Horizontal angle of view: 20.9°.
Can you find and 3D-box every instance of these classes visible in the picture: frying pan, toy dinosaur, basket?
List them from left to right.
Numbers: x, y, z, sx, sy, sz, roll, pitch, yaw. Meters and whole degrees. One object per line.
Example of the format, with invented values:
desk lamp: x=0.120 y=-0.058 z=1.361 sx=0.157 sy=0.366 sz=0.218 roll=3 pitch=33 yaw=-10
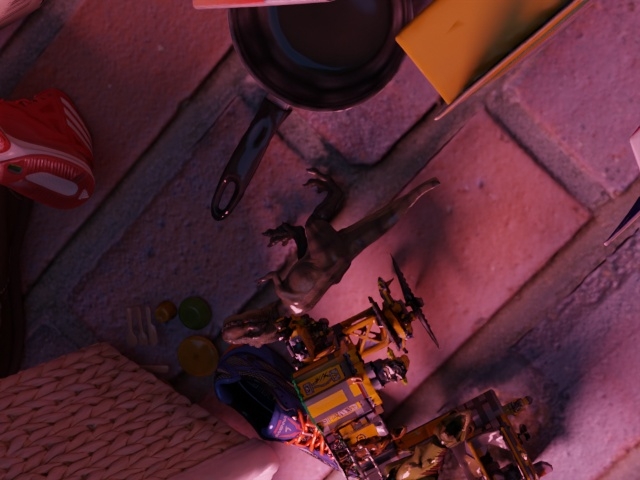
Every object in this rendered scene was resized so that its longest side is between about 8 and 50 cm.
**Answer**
basket: x=-0.273 y=0.327 z=1.807 sx=0.266 sy=0.331 sz=0.328 roll=32 pitch=118 yaw=23
frying pan: x=-0.003 y=-0.164 z=1.739 sx=0.197 sy=0.053 sz=0.326 roll=11 pitch=109 yaw=19
toy dinosaur: x=0.000 y=0.000 z=1.763 sx=0.268 sy=0.064 sz=0.118 roll=-42 pitch=49 yaw=10

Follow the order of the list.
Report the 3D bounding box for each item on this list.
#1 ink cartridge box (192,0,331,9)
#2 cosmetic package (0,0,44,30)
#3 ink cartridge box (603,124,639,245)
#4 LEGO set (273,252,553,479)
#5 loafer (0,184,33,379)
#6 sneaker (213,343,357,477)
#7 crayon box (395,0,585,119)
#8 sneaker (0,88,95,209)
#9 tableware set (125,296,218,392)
ink cartridge box: x=-0.059 y=-0.317 z=1.681 sx=0.145 sy=0.045 sz=0.179 roll=0 pitch=103 yaw=23
cosmetic package: x=-0.396 y=-0.359 z=1.767 sx=0.296 sy=0.129 sz=0.153 roll=52 pitch=144 yaw=-1
ink cartridge box: x=0.379 y=-0.154 z=1.530 sx=0.069 sy=0.176 sz=0.371 roll=44 pitch=115 yaw=4
LEGO set: x=0.114 y=0.182 z=1.683 sx=0.192 sy=0.255 sz=0.331 roll=-28 pitch=95 yaw=2
loafer: x=-0.407 y=0.045 z=1.911 sx=0.133 sy=0.130 sz=0.366 roll=14 pitch=110 yaw=16
sneaker: x=-0.024 y=0.192 z=1.833 sx=0.221 sy=0.087 sz=0.083 roll=28 pitch=114 yaw=11
crayon box: x=0.192 y=-0.224 z=1.499 sx=0.203 sy=0.323 sz=0.083 roll=-40 pitch=89 yaw=25
sneaker: x=-0.339 y=-0.121 z=1.826 sx=0.221 sy=0.128 sz=0.087 roll=30 pitch=119 yaw=-23
tableware set: x=-0.156 y=0.137 z=1.905 sx=0.104 sy=0.024 sz=0.154 roll=-3 pitch=103 yaw=18
